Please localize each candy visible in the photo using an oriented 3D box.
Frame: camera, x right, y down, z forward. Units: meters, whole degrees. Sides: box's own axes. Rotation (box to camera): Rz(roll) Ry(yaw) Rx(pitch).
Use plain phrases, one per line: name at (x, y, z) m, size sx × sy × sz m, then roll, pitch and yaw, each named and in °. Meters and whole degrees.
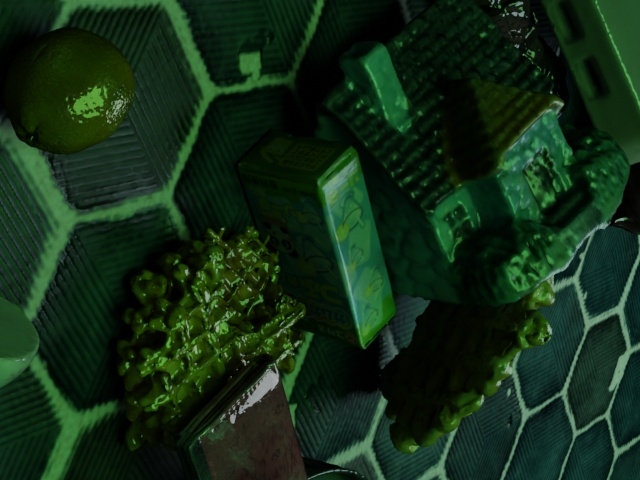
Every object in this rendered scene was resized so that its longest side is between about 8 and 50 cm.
candy at (0.000, 0.000, 1.144) m, size 0.062 × 0.097 × 0.194 m, roll -46°, pitch 135°, yaw -35°

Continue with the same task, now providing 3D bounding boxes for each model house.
model house at (0.133, -0.110, 1.183) m, size 0.261 × 0.226 × 0.241 m, roll -45°, pitch 124°, yaw -37°

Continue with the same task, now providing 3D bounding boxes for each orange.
orange at (-0.177, -0.102, 0.884) m, size 0.095 × 0.085 × 0.085 m, roll -56°, pitch 140°, yaw -27°

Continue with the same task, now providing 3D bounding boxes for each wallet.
wallet at (-0.057, 0.215, 1.094) m, size 0.119 × 0.025 × 0.232 m, roll -46°, pitch 139°, yaw -36°

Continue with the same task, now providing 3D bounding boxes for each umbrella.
umbrella at (0.184, -0.226, 1.313) m, size 0.326 × 0.094 × 0.090 m, roll 47°, pitch 51°, yaw -50°

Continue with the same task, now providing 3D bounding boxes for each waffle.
waffle at (-0.090, 0.084, 1.078) m, size 0.193 × 0.070 × 0.197 m, roll -7°, pitch 108°, yaw -51°
waffle at (0.148, 0.081, 1.288) m, size 0.051 × 0.291 × 0.291 m, roll 29°, pitch 76°, yaw -15°

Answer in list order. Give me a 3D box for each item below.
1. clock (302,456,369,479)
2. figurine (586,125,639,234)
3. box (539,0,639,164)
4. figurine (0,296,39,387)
clock at (-0.045, 0.369, 1.246) m, size 0.319 × 0.066 × 0.318 m, roll -22°, pitch 119°, yaw -48°
figurine at (0.445, -0.166, 1.625) m, size 0.281 × 0.167 × 0.370 m, roll 38°, pitch 63°, yaw -56°
box at (0.366, -0.311, 1.433) m, size 0.367 × 0.090 × 0.373 m, roll -38°, pitch 108°, yaw -40°
figurine at (-0.269, 0.186, 0.726) m, size 0.206 × 0.284 × 0.315 m, roll 5°, pitch 110°, yaw -52°
